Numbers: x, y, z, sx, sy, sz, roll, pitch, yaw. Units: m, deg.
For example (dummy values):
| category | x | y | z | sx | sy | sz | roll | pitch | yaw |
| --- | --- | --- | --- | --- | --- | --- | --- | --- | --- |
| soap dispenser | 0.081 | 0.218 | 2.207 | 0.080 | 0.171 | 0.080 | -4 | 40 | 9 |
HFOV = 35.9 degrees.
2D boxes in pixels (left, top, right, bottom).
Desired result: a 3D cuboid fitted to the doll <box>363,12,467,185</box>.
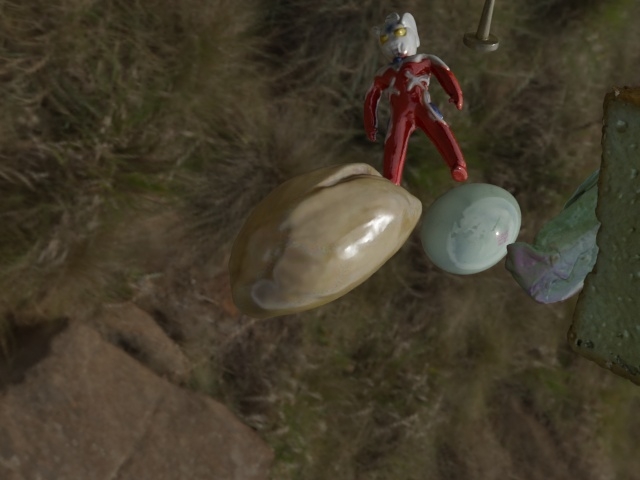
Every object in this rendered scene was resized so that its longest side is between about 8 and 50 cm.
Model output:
| category | x | y | z | sx | sy | sz | roll | pitch | yaw |
| --- | --- | --- | --- | --- | --- | --- | --- | --- | --- |
| doll | 0.162 | -0.260 | 1.791 | 0.099 | 0.188 | 0.384 | 47 | 29 | -55 |

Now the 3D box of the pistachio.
| category | x | y | z | sx | sy | sz | roll | pitch | yaw |
| --- | --- | --- | --- | --- | --- | --- | --- | --- | --- |
| pistachio | 0.000 | 0.000 | 1.295 | 0.293 | 0.162 | 0.181 | -35 | 143 | -32 |

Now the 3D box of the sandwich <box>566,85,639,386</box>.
| category | x | y | z | sx | sy | sz | roll | pitch | yaw |
| --- | --- | --- | --- | --- | --- | --- | --- | --- | --- |
| sandwich | 0.347 | 0.019 | 0.873 | 0.095 | 0.249 | 0.273 | -10 | 114 | -30 |

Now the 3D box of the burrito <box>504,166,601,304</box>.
| category | x | y | z | sx | sy | sz | roll | pitch | yaw |
| --- | --- | --- | --- | --- | --- | --- | --- | --- | --- |
| burrito | 0.395 | 0.004 | 1.477 | 0.229 | 0.089 | 0.144 | -41 | 100 | 7 |

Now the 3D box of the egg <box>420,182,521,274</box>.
| category | x | y | z | sx | sy | sz | roll | pitch | yaw |
| --- | --- | --- | --- | --- | --- | --- | --- | --- | --- |
| egg | 0.320 | -0.030 | 2.070 | 0.264 | 0.183 | 0.183 | -28 | 126 | -43 |

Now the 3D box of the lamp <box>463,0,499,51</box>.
| category | x | y | z | sx | sy | sz | roll | pitch | yaw |
| --- | --- | --- | --- | --- | --- | --- | --- | --- | --- |
| lamp | 0.334 | -0.477 | 1.911 | 0.121 | 0.121 | 0.214 | -28 | 137 | -42 |
